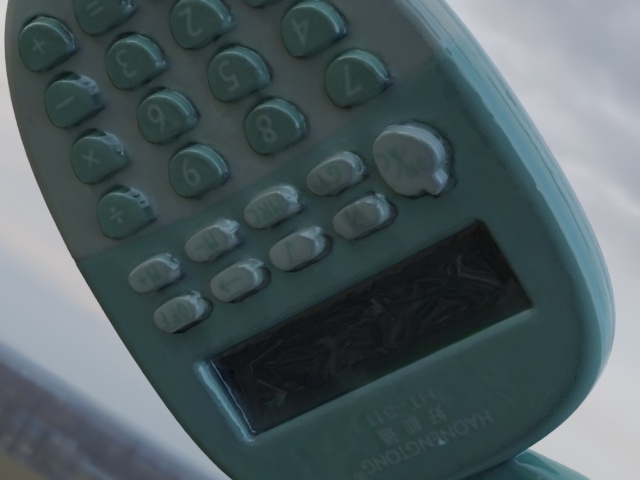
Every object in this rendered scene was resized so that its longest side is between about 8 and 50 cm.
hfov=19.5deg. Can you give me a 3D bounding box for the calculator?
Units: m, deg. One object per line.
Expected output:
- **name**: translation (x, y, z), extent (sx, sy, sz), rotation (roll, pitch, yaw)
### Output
- **calculator**: translation (0.000, 0.000, 0.340), extent (0.153, 0.095, 0.021), rotation (55, 32, -10)
